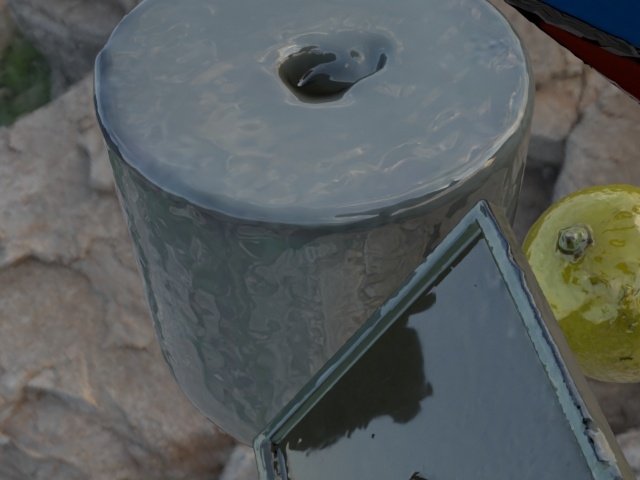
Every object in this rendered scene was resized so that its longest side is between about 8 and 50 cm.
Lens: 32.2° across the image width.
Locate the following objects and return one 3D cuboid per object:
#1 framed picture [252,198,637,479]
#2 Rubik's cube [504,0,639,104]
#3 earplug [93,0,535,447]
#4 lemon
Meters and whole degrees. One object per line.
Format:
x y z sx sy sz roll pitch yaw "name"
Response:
0.058 0.153 0.549 0.232 0.024 0.315 -49 34 27 "framed picture"
0.240 -0.127 0.357 0.250 0.246 0.248 -56 15 2 "Rubik's cube"
0.000 0.000 0.921 0.312 0.394 0.313 -1 49 1 "earplug"
0.386 0.059 1.446 0.260 0.284 0.260 -20 32 13 "lemon"
